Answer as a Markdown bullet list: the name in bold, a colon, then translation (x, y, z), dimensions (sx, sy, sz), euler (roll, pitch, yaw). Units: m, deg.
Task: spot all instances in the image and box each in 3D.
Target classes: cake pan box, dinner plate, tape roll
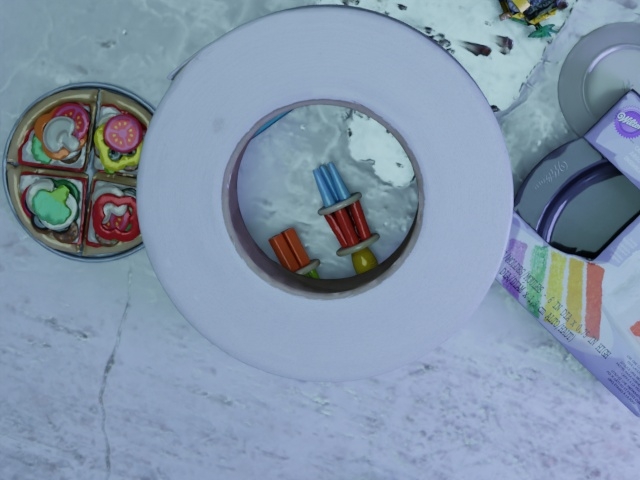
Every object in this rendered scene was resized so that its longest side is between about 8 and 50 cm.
- **cake pan box**: translation (0.328, 0.009, 1.409), dimensions (0.246, 0.070, 0.267), euler (-45, 85, 12)
- **dinner plate**: translation (0.327, -0.163, 1.433), dimensions (0.141, 0.017, 0.141), euler (0, 98, 2)
- **tape roll**: translation (0.003, -0.048, 1.376), dimensions (0.392, 0.072, 0.392), euler (1, 102, 5)

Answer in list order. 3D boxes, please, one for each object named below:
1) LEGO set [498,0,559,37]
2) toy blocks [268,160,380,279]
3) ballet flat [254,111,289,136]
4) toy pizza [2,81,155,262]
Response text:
- **LEGO set**: translation (0.239, -0.377, 1.319), dimensions (0.255, 0.192, 0.331), euler (-15, 96, 5)
- **toy blocks**: translation (0.000, 0.000, 1.455), dimensions (0.123, 0.054, 0.148), euler (-24, 96, 6)
- **ballet flat**: translation (-0.025, -0.173, 1.427), dimensions (0.203, 0.074, 0.074), euler (-28, 95, 9)
- **toy pizza**: translation (-0.254, -0.073, 1.471), dimensions (0.201, 0.032, 0.201), euler (0, 98, 3)
